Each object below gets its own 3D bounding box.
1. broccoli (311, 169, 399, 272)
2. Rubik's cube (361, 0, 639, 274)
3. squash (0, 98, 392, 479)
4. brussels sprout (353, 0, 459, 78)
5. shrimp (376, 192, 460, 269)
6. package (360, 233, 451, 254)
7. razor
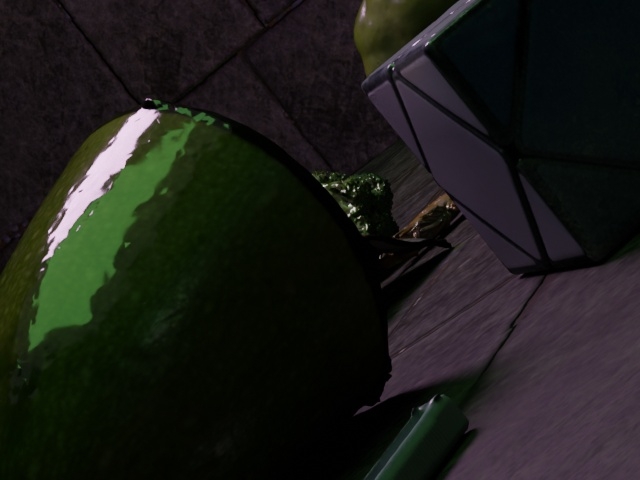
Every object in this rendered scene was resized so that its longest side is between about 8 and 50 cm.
[{"bbox_3d":[0.003,-0.001,2.230,0.195,0.156,0.195,-57,22,37],"label":"broccoli"},{"bbox_3d":[0.185,-0.115,1.509,0.205,0.205,0.207,-40,6,-11],"label":"Rubik's cube"},{"bbox_3d":[-0.151,0.103,1.455,0.309,0.310,0.310,-44,7,-36],"label":"squash"},{"bbox_3d":[0.186,-0.172,1.836,0.274,0.316,0.242,-20,41,11],"label":"brussels sprout"},{"bbox_3d":[0.140,-0.026,2.114,0.178,0.034,0.124,-39,11,-32],"label":"shrimp"},{"bbox_3d":[0.000,0.000,1.995,0.232,0.040,0.166,2,-5,-40],"label":"package"},{"bbox_3d":[0.015,0.164,1.131,0.111,0.056,0.278,-33,0,37],"label":"razor"}]
